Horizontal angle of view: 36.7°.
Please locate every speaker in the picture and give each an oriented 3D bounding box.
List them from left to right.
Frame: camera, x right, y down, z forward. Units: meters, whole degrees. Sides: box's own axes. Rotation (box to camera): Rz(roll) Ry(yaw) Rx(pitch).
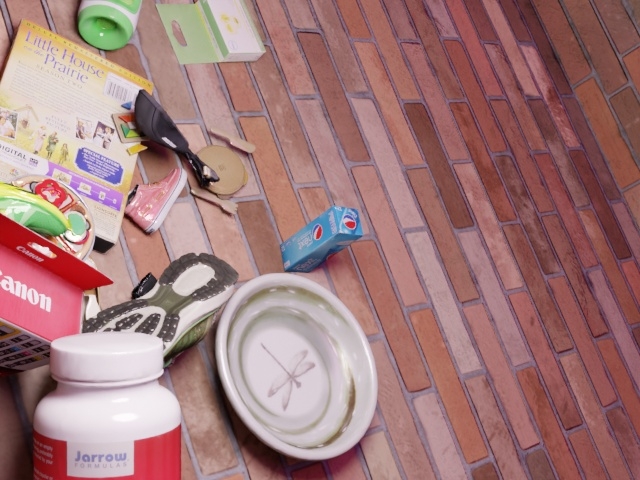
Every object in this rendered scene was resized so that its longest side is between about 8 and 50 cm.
[{"bbox_3d":[-0.451,-0.566,2.137,0.131,0.131,0.296,25,52,-27],"label":"speaker"}]

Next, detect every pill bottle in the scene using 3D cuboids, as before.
[{"bbox_3d":[-0.334,0.359,1.518,0.229,0.229,0.407,-4,97,-42],"label":"pill bottle"}]

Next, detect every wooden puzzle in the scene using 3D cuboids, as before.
[{"bbox_3d":[-0.388,-0.234,1.987,0.079,0.014,0.116,-20,80,-46],"label":"wooden puzzle"}]

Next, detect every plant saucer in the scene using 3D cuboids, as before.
[{"bbox_3d":[-0.063,0.267,1.998,0.400,0.100,0.400,21,54,-31],"label":"plant saucer"}]

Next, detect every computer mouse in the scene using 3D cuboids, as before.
[{"bbox_3d":[-0.301,-0.194,1.987,0.060,0.262,0.184,-41,69,-5],"label":"computer mouse"}]

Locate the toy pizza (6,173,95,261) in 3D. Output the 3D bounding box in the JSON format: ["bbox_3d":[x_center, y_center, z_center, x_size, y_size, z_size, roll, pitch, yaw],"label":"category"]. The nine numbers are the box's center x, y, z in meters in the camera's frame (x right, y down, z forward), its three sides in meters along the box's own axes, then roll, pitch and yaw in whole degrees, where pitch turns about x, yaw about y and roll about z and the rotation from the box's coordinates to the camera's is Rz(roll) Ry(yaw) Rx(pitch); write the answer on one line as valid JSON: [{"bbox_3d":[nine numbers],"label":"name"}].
[{"bbox_3d":[-0.504,-0.032,1.765,0.201,0.032,0.201,17,60,-31],"label":"toy pizza"}]

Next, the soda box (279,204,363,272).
[{"bbox_3d":[0.000,0.000,2.127,0.071,0.210,0.067,7,62,-37],"label":"soda box"}]

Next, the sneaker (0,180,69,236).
[{"bbox_3d":[-0.564,-0.041,1.631,0.295,0.109,0.123,14,96,-51],"label":"sneaker"}]

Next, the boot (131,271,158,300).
[{"bbox_3d":[-0.313,0.104,1.921,0.099,0.045,0.121,46,51,-14],"label":"boot"}]

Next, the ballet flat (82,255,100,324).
[{"bbox_3d":[-0.437,0.099,1.798,0.080,0.073,0.232,3,64,-37],"label":"ballet flat"}]

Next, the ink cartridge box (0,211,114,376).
[{"bbox_3d":[-0.524,0.091,1.514,0.309,0.272,0.130,40,40,-52],"label":"ink cartridge box"}]

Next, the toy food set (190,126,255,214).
[{"bbox_3d":[-0.224,-0.153,2.158,0.132,0.038,0.192,25,57,-18],"label":"toy food set"}]

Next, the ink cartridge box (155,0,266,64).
[{"bbox_3d":[-0.261,-0.510,2.317,0.235,0.056,0.171,-12,75,-46],"label":"ink cartridge box"}]

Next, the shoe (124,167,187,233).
[{"bbox_3d":[-0.344,-0.102,2.001,0.081,0.063,0.178,40,50,-22],"label":"shoe"}]

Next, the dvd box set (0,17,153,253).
[{"bbox_3d":[-0.513,-0.212,1.924,0.308,0.062,0.420,24,52,-28],"label":"dvd box set"}]

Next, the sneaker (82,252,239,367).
[{"bbox_3d":[-0.302,0.194,1.783,0.158,0.182,0.410,28,42,25],"label":"sneaker"}]
